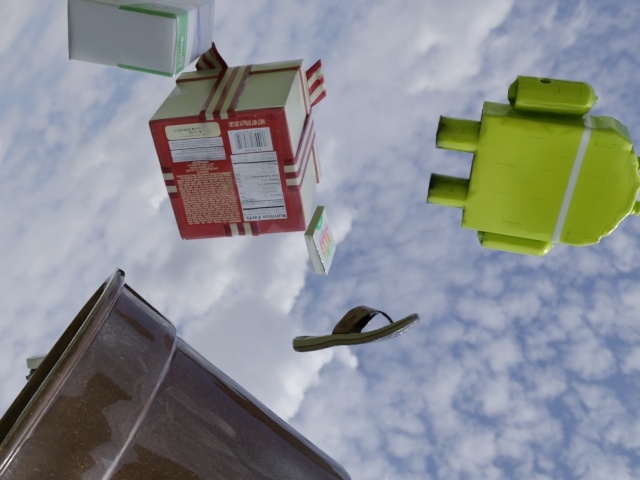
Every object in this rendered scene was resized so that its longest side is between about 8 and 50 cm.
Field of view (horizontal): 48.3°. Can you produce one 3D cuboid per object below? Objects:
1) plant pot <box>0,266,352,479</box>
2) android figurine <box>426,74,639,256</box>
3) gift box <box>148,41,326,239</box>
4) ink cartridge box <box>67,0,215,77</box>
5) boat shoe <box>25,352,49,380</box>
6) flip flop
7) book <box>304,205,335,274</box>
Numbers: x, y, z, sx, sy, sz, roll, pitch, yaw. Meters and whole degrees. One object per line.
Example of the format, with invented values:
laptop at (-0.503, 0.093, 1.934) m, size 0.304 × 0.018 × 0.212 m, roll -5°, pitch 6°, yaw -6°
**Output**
plant pot at (-0.082, 0.127, 0.358) m, size 0.167 × 0.165 × 0.167 m, roll -49°, pitch -164°, yaw 19°
android figurine at (0.275, -0.083, 0.896) m, size 0.272 × 0.248 × 0.056 m, roll 7°, pitch -144°, yaw 8°
gift box at (-0.122, -0.180, 1.207) m, size 0.254 × 0.277 × 0.258 m, roll 0°, pitch -149°, yaw 6°
ink cartridge box at (-0.255, -0.317, 1.052) m, size 0.154 × 0.093 × 0.212 m, roll 10°, pitch -152°, yaw 2°
boat shoe at (-0.421, 0.256, 1.405) m, size 0.114 × 0.302 × 0.091 m, roll -6°, pitch -93°, yaw 57°
flip flop at (0.068, 0.178, 1.482) m, size 0.276 × 0.112 × 0.080 m, roll -12°, pitch -100°, yaw 21°
book at (0.000, 0.000, 1.719) m, size 0.035 × 0.144 × 0.096 m, roll 7°, pitch -129°, yaw 21°
